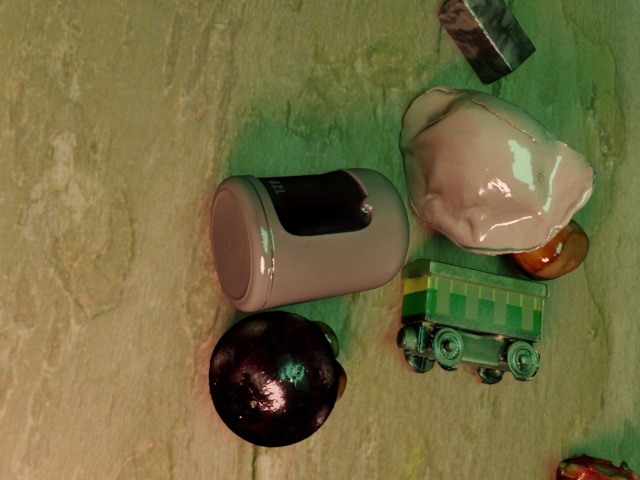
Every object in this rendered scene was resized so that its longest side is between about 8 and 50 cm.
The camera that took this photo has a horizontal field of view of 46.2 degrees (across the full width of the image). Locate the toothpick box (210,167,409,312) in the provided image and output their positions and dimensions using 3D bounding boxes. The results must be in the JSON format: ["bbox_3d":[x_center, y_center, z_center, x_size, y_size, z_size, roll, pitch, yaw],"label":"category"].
[{"bbox_3d":[0.000,0.000,1.201,0.316,0.229,0.229,-7,87,-27],"label":"toothpick box"}]

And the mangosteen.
[{"bbox_3d":[-0.052,0.200,1.163,0.250,0.211,0.211,-27,96,-55],"label":"mangosteen"}]

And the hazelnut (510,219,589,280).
[{"bbox_3d":[0.426,0.000,1.427,0.150,0.150,0.150,3,83,-24],"label":"hazelnut"}]

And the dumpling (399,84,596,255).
[{"bbox_3d":[0.278,-0.121,1.321,0.341,0.181,0.260,34,96,5],"label":"dumpling"}]

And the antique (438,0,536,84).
[{"bbox_3d":[0.319,-0.407,1.453,0.086,0.088,0.183,-43,102,-24],"label":"antique"}]

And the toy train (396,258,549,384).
[{"bbox_3d":[0.271,0.149,1.351,0.300,0.120,0.202,11,76,-23],"label":"toy train"}]

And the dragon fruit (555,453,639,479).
[{"bbox_3d":[0.524,0.479,1.397,0.166,0.172,0.160,35,71,-16],"label":"dragon fruit"}]
